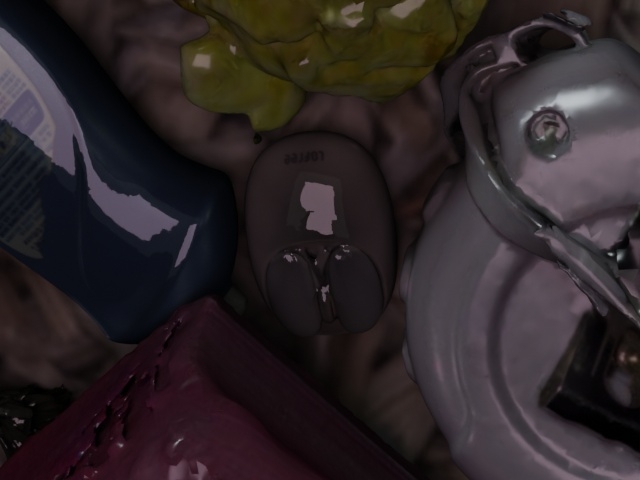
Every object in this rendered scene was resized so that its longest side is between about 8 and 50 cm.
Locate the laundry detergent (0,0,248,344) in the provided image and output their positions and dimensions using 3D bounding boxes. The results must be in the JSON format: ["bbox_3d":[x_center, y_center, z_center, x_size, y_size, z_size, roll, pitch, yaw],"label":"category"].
[{"bbox_3d":[-0.106,-0.026,0.601,0.206,0.061,0.096,44,105,-8],"label":"laundry detergent"}]

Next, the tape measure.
[{"bbox_3d":[0.134,0.029,0.566,0.236,0.120,0.197,25,110,2],"label":"tape measure"}]

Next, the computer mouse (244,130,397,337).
[{"bbox_3d":[0.000,0.000,0.609,0.066,0.039,0.096,-4,107,7],"label":"computer mouse"}]

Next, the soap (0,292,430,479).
[{"bbox_3d":[-0.006,0.200,0.609,0.220,0.127,0.325,-41,108,16],"label":"soap"}]

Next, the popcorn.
[{"bbox_3d":[0.002,-0.116,0.525,0.162,0.135,0.141,-30,109,12],"label":"popcorn"}]

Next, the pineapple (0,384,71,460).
[{"bbox_3d":[-0.173,0.066,0.650,0.124,0.058,0.058,20,109,-15],"label":"pineapple"}]
